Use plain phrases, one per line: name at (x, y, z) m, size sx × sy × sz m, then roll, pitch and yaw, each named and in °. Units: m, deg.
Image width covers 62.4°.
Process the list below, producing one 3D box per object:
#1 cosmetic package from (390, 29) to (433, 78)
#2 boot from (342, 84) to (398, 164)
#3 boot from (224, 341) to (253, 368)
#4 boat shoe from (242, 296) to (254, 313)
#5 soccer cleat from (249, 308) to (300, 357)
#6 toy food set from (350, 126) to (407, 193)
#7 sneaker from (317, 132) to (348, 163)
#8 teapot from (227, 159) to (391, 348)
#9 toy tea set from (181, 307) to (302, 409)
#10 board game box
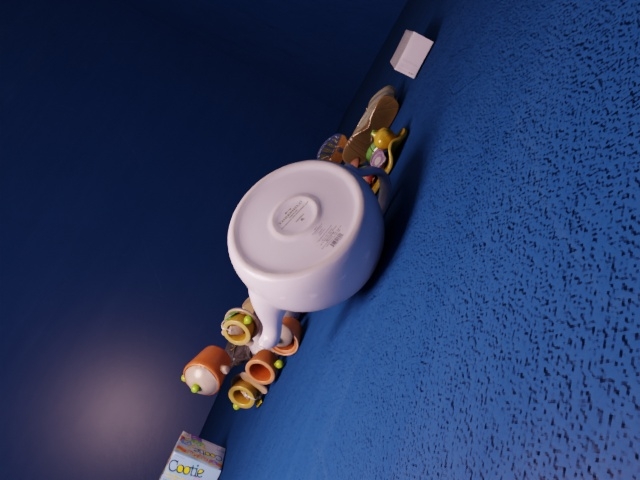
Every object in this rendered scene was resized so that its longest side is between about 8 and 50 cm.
cosmetic package at (0.235, -0.490, 1.380) m, size 0.239 × 0.061 × 0.098 m, roll -79°, pitch 13°, yaw -66°
boot at (0.137, -0.310, 1.419) m, size 0.213 × 0.077 × 0.165 m, roll -56°, pitch 10°, yaw 28°
boot at (-0.205, 0.269, 1.594) m, size 0.229 × 0.091 × 0.262 m, roll -24°, pitch 34°, yaw 55°
boat shoe at (-0.139, 0.165, 1.445) m, size 0.190 × 0.068 × 0.072 m, roll -25°, pitch 3°, yaw 16°
soccer cleat at (-0.119, 0.230, 1.321) m, size 0.331 × 0.116 × 0.143 m, roll 116°, pitch 159°, yaw -65°
toy food set at (0.100, -0.155, 1.110) m, size 0.128 × 0.071 × 0.217 m, roll -72°, pitch 9°, yaw -50°
sneaker at (0.027, -0.340, 2.325) m, size 0.296 × 0.112 × 0.131 m, roll -62°, pitch 6°, yaw 17°
teapot at (-0.005, 0.008, 0.827) m, size 0.187 × 0.256 × 0.252 m, roll 57°, pitch -158°, yaw -52°
toy tea set at (-0.182, 0.279, 1.203) m, size 0.336 × 0.200 × 0.124 m, roll -55°, pitch 2°, yaw 32°
board game box at (-0.394, 0.712, 1.487) m, size 0.275 × 0.144 × 0.142 m, roll -64°, pitch 5°, yaw 1°
